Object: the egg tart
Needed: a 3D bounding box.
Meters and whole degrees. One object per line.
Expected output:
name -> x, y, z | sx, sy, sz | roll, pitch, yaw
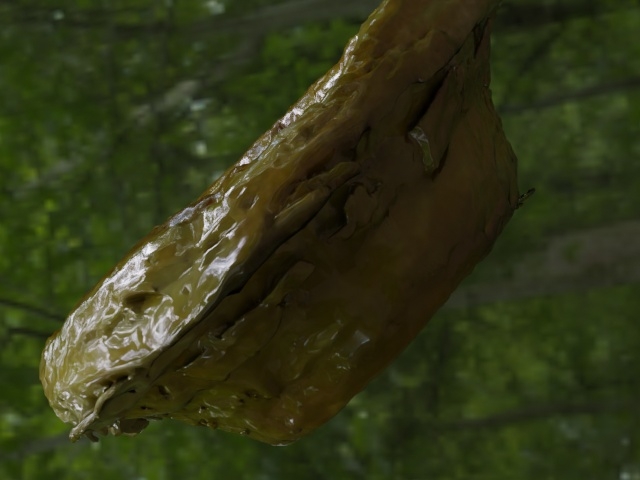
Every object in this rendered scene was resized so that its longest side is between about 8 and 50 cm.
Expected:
egg tart -> 0.000, 0.000, 0.868 | 0.116, 0.295, 0.295 | 47, -127, -3
